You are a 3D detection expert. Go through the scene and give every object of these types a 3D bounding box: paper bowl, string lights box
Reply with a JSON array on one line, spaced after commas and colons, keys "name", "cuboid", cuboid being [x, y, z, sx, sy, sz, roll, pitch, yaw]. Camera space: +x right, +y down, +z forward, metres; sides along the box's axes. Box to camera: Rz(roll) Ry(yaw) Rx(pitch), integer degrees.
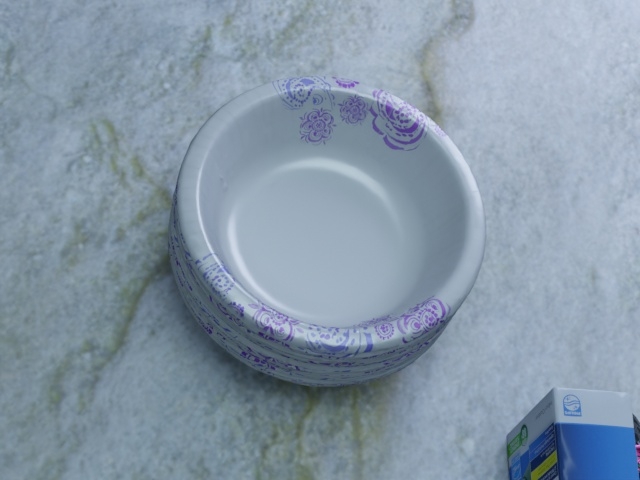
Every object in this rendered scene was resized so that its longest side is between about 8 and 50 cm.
[{"name": "paper bowl", "cuboid": [0.000, 0.000, 1.302, 0.284, 0.148, 0.284, 5, 62, -9]}, {"name": "string lights box", "cuboid": [0.225, 0.273, 1.216, 0.076, 0.133, 0.260, 6, 61, -10]}]

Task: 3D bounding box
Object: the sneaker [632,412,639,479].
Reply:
[{"name": "sneaker", "cuboid": [0.295, 0.224, 1.291, 0.063, 0.075, 0.170, -2, 63, -13]}]
